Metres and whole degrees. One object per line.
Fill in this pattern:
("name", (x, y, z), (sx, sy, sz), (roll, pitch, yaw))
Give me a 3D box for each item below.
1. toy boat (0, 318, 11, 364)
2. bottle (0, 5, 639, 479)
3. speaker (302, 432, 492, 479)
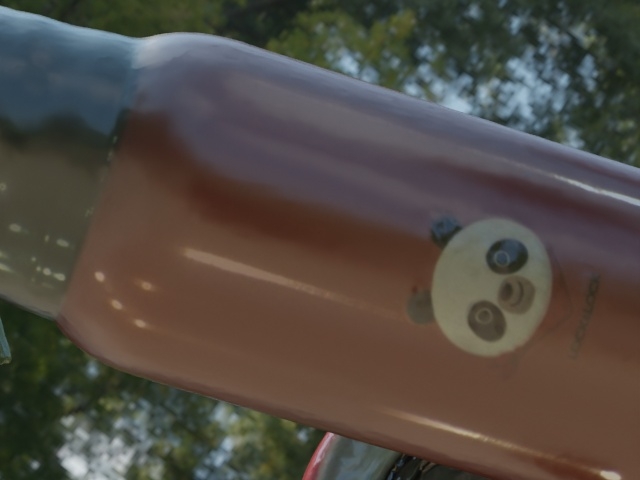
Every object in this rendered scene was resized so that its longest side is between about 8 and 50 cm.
("toy boat", (-0.238, -0.049, 0.715), (0.293, 0.093, 0.055), (58, -27, -12))
("bottle", (0.000, 0.000, 0.583), (0.336, 0.144, 0.144), (18, -23, -12))
("speaker", (0.130, 0.223, 1.069), (0.294, 0.294, 0.294), (28, -26, 16))
